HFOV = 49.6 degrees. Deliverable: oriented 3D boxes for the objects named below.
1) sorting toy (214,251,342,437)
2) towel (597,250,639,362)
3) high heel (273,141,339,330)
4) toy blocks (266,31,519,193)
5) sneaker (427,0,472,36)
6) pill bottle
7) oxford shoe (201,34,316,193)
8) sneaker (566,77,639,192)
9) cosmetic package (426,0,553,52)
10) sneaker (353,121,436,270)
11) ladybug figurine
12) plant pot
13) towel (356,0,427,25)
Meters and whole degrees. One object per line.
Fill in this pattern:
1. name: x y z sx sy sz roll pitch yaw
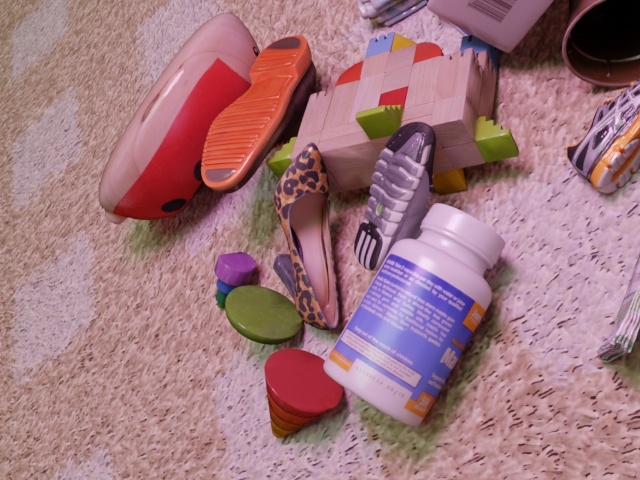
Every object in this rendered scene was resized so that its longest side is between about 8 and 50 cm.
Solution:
1. sorting toy: -0.097 0.172 1.107 0.366 0.127 0.126 53 131 43
2. towel: 0.363 0.064 0.808 0.023 0.113 0.152 22 79 15
3. high heel: 0.000 0.000 1.051 0.186 0.093 0.261 50 139 44
4. toy blocks: 0.123 -0.224 1.106 0.381 0.191 0.261 -9 51 32
5. sneaker: 0.231 -0.394 1.153 0.058 0.084 0.152 -47 49 6
6. pill bottle: 0.133 0.094 0.928 0.152 0.152 0.272 28 85 41
7. oxford shoe: -0.083 -0.197 1.192 0.129 0.133 0.364 3 50 30
8. sneaker: 0.411 -0.168 0.914 0.215 0.084 0.083 -50 44 5
9. cosmetic package: 0.316 -0.484 0.990 0.155 0.197 0.366 28 76 0
10. sneaker: 0.140 -0.060 1.008 0.086 0.132 0.229 50 127 47
11. ladybug figurine: -0.250 -0.210 1.309 0.449 0.161 0.305 -55 8 3
12. plant pot: 0.412 -0.329 0.952 0.166 0.167 0.165 -14 52 29
13. towel: 0.206 -0.600 1.276 0.374 0.090 0.321 -28 55 21
